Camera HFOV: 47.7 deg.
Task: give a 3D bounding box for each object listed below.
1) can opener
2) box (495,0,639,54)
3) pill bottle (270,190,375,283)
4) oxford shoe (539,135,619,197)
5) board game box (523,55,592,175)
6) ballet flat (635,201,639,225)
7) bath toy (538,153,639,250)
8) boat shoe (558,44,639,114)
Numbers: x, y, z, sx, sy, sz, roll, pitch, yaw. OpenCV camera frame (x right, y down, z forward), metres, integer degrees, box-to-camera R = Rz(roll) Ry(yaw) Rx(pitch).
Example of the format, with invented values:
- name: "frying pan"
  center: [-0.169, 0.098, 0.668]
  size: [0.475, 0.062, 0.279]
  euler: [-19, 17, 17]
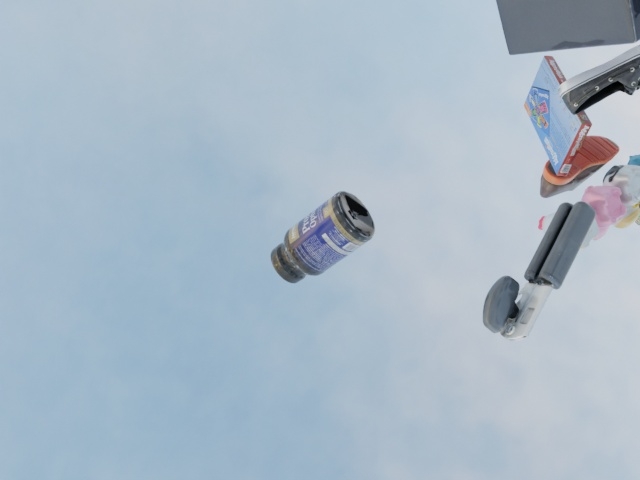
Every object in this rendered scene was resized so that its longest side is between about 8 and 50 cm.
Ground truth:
- name: "can opener"
  center: [0.376, 0.043, 1.256]
  size: [0.095, 0.076, 0.283]
  euler: [35, -103, -20]
- name: "box"
  center: [0.521, -0.467, 1.297]
  size: [0.294, 0.296, 0.182]
  euler: [-26, -70, -22]
- name: "pill bottle"
  center: [0.000, 0.000, 1.555]
  size: [0.123, 0.219, 0.122]
  euler: [37, -148, -29]
- name: "oxford shoe"
  center: [0.663, -0.193, 1.873]
  size: [0.272, 0.098, 0.097]
  euler: [-24, -123, -25]
- name: "board game box"
  center: [0.543, -0.292, 1.677]
  size: [0.027, 0.145, 0.281]
  euler: [5, -136, -10]
- name: "ballet flat"
  center: [0.991, -0.152, 2.045]
  size: [0.182, 0.163, 0.483]
  euler: [30, -142, 30]
- name: "bath toy"
  center: [0.619, -0.070, 1.615]
  size: [0.348, 0.129, 0.151]
  euler: [-28, -70, -30]
- name: "boat shoe"
  center: [0.577, -0.309, 1.388]
  size: [0.080, 0.229, 0.076]
  euler: [24, -134, -67]
